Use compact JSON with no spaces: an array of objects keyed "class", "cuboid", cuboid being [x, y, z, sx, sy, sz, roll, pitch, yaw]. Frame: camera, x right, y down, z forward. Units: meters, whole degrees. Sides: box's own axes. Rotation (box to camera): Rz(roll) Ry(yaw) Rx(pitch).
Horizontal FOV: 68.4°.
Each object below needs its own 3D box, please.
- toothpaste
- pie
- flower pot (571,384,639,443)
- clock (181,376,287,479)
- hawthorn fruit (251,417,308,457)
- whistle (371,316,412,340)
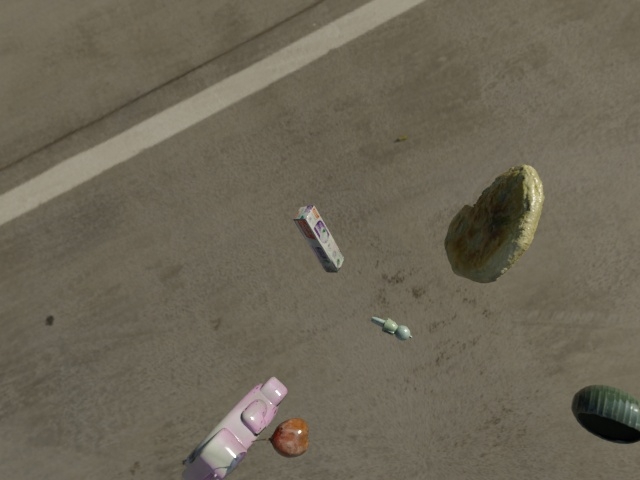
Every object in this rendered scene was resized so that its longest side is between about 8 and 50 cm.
[{"class":"toothpaste","cuboid":[0.000,0.000,1.112,0.040,0.196,0.047,3,51,33]},{"class":"pie","cuboid":[0.443,-0.043,1.216,0.075,0.337,0.337,25,69,-15]},{"class":"flower pot","cuboid":[1.029,0.613,1.675,0.243,0.189,0.157,19,39,28]},{"class":"clock","cuboid":[-0.186,0.426,1.047,0.090,0.227,0.248,42,45,7]},{"class":"hawthorn fruit","cuboid":[-0.071,0.352,0.843,0.103,0.066,0.066,6,65,-10]},{"class":"whistle","cuboid":[0.163,0.200,1.078,0.100,0.035,0.035,23,72,19]}]
